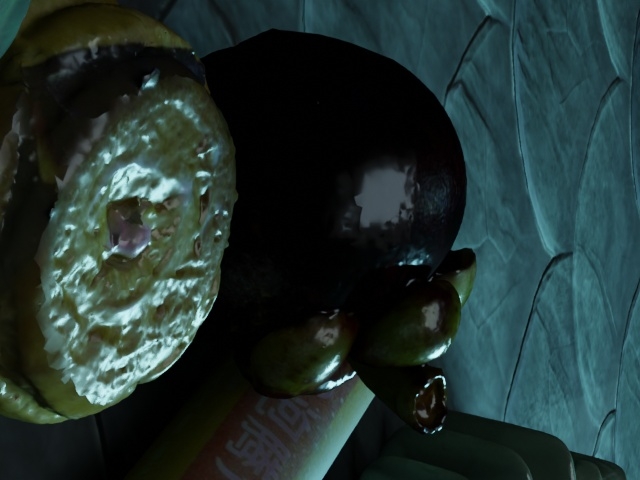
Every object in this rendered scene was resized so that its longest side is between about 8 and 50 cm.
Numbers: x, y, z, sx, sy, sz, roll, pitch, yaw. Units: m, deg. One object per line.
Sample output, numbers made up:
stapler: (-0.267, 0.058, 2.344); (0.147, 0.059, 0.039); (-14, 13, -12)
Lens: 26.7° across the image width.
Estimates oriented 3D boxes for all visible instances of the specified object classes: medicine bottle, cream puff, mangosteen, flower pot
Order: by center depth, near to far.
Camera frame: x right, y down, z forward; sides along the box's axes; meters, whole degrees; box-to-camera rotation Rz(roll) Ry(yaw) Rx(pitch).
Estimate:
cream puff: (-0.123, -0.020, 0.574); (0.189, 0.129, 0.189); (-36, 133, -52)
mangosteen: (0.000, 0.000, 0.725); (0.231, 0.194, 0.194); (62, 32, -1)
medicine bottle: (-0.048, 0.123, 0.769); (0.426, 0.108, 0.108); (-52, 137, -51)
flower pot: (0.128, 0.270, 1.056); (0.367, 0.164, 0.254); (33, 70, -59)

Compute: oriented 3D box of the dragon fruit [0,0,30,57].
dragon fruit: (-0.180, -0.086, 0.349); (0.268, 0.130, 0.295); (-49, 170, -5)
